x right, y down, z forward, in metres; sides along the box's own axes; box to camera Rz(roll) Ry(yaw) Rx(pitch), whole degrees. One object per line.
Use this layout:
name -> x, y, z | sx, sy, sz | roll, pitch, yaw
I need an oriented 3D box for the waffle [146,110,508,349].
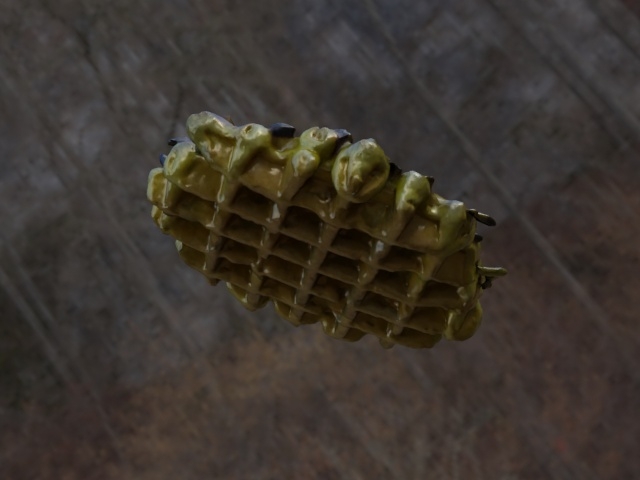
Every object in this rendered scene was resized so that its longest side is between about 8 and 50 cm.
waffle -> 0.005, 0.006, 1.260 | 0.329, 0.329, 0.062 | 97, -169, -62
